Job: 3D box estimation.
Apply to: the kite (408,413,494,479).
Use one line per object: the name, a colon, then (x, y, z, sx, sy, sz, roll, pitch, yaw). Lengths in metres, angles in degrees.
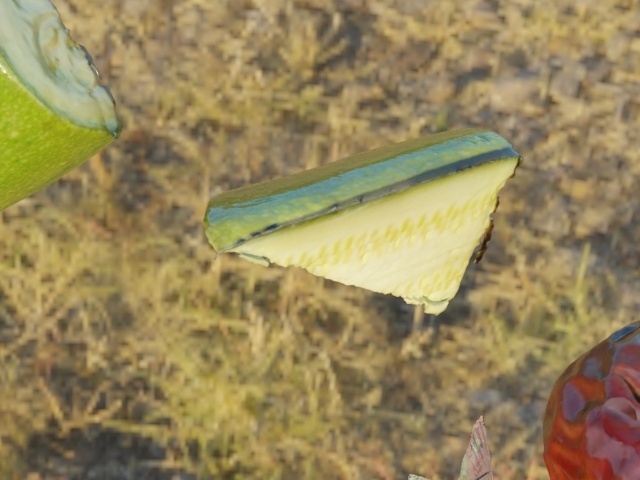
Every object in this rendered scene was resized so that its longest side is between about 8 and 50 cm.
kite: (0.115, 0.213, 1.370, 0.005, 0.137, 0.152, 19, 2, -27)

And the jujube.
jujube: (0.336, 0.204, 1.310, 0.216, 0.216, 0.342, -23, 43, -33)

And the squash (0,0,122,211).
squash: (-0.308, -0.087, 1.161, 0.289, 0.203, 0.111, -21, 16, 28)

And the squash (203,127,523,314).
squash: (0.000, 0.000, 1.116, 0.252, 0.169, 0.093, -18, 54, -31)
